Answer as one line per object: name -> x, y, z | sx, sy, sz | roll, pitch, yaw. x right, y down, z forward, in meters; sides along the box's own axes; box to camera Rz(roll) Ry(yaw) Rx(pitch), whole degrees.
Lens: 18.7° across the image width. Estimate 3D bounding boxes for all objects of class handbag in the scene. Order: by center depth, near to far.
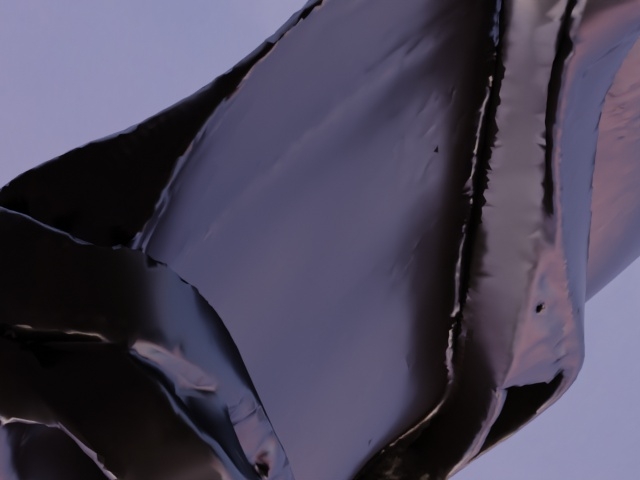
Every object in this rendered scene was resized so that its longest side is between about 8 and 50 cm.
handbag -> 0.001, 0.000, 0.475 | 0.285, 0.257, 0.113 | -42, -107, -16
